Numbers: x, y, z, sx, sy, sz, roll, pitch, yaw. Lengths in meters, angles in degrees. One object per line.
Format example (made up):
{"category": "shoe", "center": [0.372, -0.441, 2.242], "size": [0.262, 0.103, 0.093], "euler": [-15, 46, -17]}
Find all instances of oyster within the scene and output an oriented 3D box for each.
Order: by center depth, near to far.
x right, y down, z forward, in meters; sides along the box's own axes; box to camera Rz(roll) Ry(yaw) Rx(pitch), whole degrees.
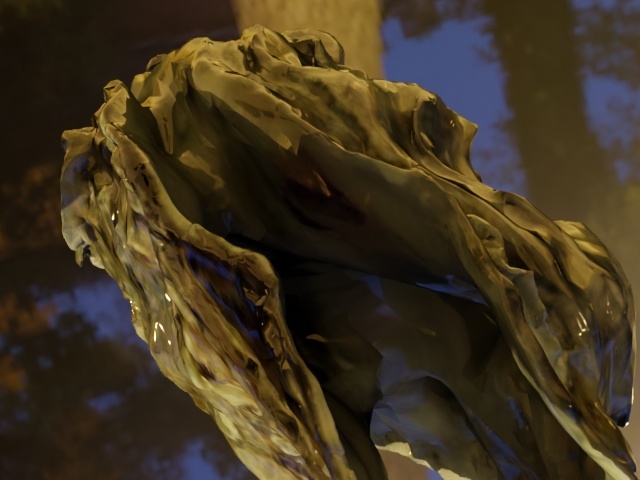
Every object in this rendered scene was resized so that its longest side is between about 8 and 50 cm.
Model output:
{"category": "oyster", "center": [-0.001, 0.001, 0.587], "size": [0.158, 0.162, 0.351], "euler": [-5, -158, -8]}
